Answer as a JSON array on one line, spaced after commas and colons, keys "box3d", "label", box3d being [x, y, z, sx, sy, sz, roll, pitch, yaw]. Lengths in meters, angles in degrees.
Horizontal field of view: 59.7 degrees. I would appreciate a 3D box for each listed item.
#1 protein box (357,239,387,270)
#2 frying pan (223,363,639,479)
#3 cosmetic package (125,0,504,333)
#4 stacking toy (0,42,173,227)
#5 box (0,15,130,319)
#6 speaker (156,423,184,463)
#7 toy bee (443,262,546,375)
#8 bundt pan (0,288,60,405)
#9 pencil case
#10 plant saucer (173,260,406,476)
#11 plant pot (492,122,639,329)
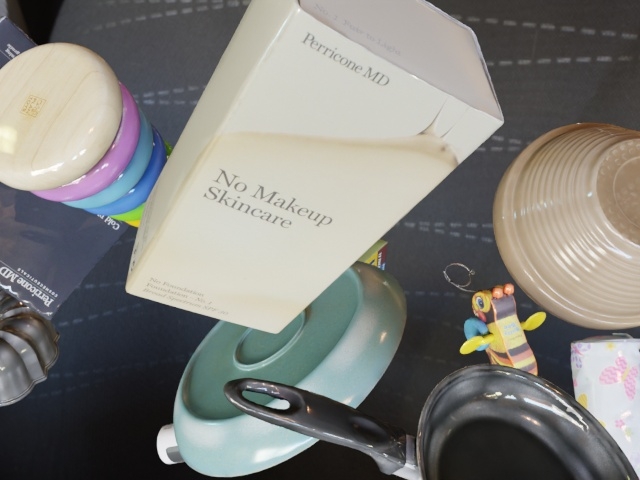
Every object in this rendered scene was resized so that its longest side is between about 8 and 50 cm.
[{"box3d": [0.001, 0.070, 1.153, 0.201, 0.136, 0.199, 20, 36, 27], "label": "protein box"}, {"box3d": [0.100, 0.185, 0.399, 0.325, 0.053, 0.197, 1, 47, -23], "label": "frying pan"}, {"box3d": [-0.029, -0.055, 0.450, 0.160, 0.309, 0.113, 19, 48, -24], "label": "cosmetic package"}, {"box3d": [-0.208, -0.066, 0.628, 0.141, 0.330, 0.141, -4, 71, 12], "label": "stacking toy"}, {"box3d": [-0.483, -0.106, 0.901, 0.178, 0.343, 0.313, 8, 56, 55], "label": "box"}, {"box3d": [-0.155, 0.272, 0.774, 0.136, 0.055, 0.055, -15, 34, 18], "label": "speaker"}, {"box3d": [0.355, 0.164, 1.146, 0.195, 0.162, 0.298, -38, 75, -22], "label": "toy bee"}, {"box3d": [-0.749, 0.212, 1.209, 0.330, 0.124, 0.331, 7, 35, -5], "label": "bundt pan"}, {"box3d": [0.510, 0.299, 0.961, 0.123, 0.113, 0.274, -2, 79, -9], "label": "pencil case"}, {"box3d": [-0.050, 0.122, 0.654, 0.317, 0.044, 0.318, -28, 23, 13], "label": "plant saucer"}, {"box3d": [0.315, -0.029, 0.586, 0.237, 0.110, 0.238, 1, 75, -3], "label": "plant pot"}]
